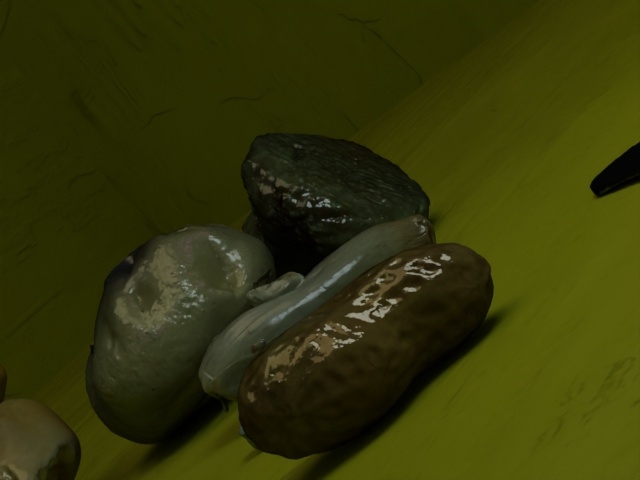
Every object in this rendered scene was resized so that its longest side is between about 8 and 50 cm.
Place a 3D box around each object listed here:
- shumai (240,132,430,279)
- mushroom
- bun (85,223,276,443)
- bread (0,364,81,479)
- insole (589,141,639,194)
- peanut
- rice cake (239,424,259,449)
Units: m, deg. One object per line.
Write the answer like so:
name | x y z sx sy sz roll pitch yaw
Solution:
shumai | 0.000 0.000 1.949 0.272 0.222 0.204 -100 24 -74
mushroom | 0.001 0.066 1.650 0.278 0.096 0.099 -39 50 -12
bun | -0.162 0.096 1.883 0.273 0.168 0.273 -54 -8 -11
bread | -0.461 0.308 1.865 0.424 0.245 0.329 -38 5 -32
insole | 0.304 -0.084 1.292 0.119 0.009 0.348 -40 6 -20
peanut | 0.037 0.082 1.277 0.226 0.095 0.108 -37 21 -11
rice cake | 0.004 0.120 1.475 0.180 0.030 0.042 -37 11 16
